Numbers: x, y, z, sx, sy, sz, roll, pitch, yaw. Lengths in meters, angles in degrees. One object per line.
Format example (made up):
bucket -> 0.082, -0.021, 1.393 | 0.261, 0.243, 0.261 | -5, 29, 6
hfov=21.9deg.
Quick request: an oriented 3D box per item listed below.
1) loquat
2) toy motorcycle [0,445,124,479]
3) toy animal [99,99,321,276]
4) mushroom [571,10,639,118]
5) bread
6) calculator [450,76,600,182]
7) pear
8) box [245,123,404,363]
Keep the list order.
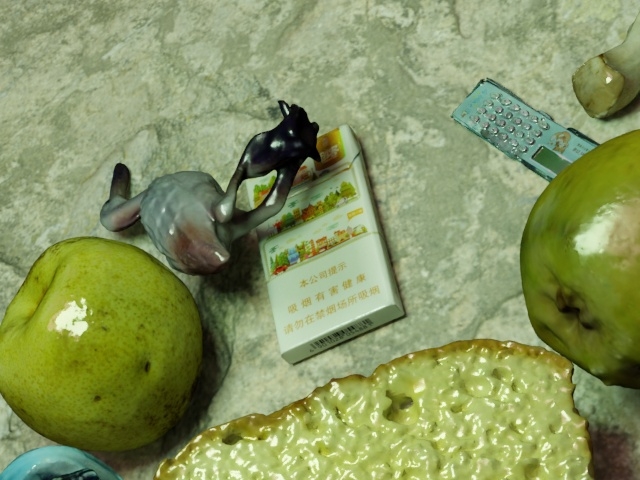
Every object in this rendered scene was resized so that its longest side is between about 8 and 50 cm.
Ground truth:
loquat -> 0.279, 0.001, 1.298 | 0.246, 0.213, 0.213 | -33, 45, -23
toy motorcycle -> -0.161, 0.314, 1.202 | 0.172, 0.416, 0.232 | -17, 32, -20
toy animal -> -0.124, -0.030, 1.592 | 0.324, 0.090, 0.195 | -16, 36, 43
mushroom -> 0.304, -0.195, 1.504 | 0.059, 0.054, 0.202 | 34, 74, 36
bread -> 0.052, 0.215, 1.284 | 0.340, 0.179, 0.194 | -19, 55, -12
calculator -> 0.193, -0.098, 1.525 | 0.057, 0.018, 0.172 | -48, 50, -4
pear -> -0.195, 0.099, 1.515 | 0.197, 0.197, 0.197 | -15, 54, 21
box -> 0.000, 0.000, 1.559 | 0.122, 0.032, 0.220 | -26, 50, 16
